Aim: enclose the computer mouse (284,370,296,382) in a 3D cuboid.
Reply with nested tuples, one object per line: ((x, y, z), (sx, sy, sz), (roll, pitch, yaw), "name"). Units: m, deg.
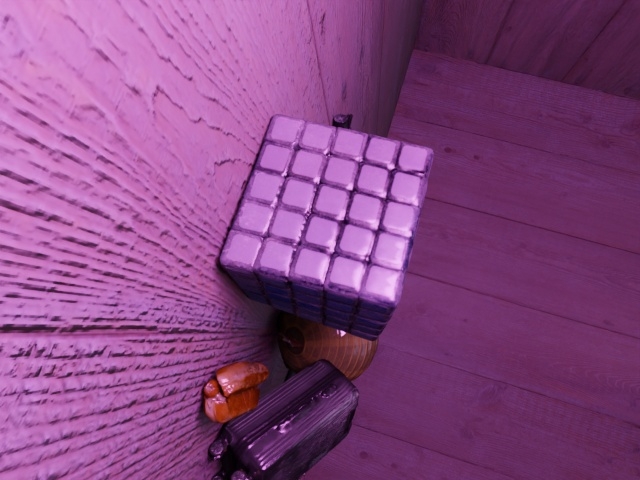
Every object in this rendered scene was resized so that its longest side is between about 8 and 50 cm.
((-0.051, 0.472, 1.724), (0.188, 0.122, 0.370), (94, 11, -59), "computer mouse")

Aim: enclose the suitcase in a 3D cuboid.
((-0.068, 0.386, 0.982), (0.312, 0.128, 0.202), (-27, 142, -34), "suitcase")

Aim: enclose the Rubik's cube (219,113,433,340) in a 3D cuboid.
((0.015, -0.012, 0.731), (0.237, 0.237, 0.238), (83, 24, -68), "Rubik's cube")

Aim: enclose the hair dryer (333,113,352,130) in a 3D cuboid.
((0.063, -0.274, 1.264), (0.195, 0.075, 0.219), (84, 11, -46), "hair dryer")

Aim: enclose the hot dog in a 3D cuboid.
((-0.137, 0.245, 0.818), (0.235, 0.062, 0.092), (66, 40, -74), "hot dog")

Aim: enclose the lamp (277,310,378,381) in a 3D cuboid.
((0.003, 0.225, 1.155), (0.284, 0.250, 0.250), (1, 107, -53), "lamp")
